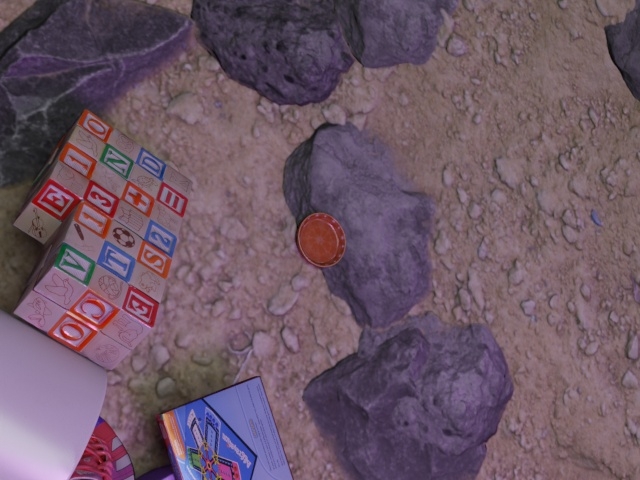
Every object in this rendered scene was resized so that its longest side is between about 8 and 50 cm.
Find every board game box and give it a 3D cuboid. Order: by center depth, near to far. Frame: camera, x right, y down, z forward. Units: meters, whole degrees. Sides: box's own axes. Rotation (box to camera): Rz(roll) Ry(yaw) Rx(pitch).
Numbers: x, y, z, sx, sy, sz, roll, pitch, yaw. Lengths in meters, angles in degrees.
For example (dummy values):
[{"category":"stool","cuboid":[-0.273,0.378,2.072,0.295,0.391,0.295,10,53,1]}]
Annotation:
[{"category":"board game box","cuboid":[-0.096,0.326,1.145,0.145,0.027,0.281,-17,88,-35]}]

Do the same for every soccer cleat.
[{"category":"soccer cleat","cuboid":[-0.256,0.272,1.010,0.108,0.318,0.116,-5,120,-14]}]

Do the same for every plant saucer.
[{"category":"plant saucer","cuboid":[0.000,0.000,1.388,0.083,0.013,0.083,8,75,-31]}]

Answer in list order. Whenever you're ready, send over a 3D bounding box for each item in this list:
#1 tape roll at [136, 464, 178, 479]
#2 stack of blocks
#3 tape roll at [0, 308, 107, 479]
[{"category":"tape roll","cuboid":[-0.155,0.421,1.158,0.274,0.090,0.275,7,77,-30]},{"category":"stack of blocks","cuboid":[-0.266,-0.011,1.095,0.171,0.087,0.297,35,30,-22]},{"category":"tape roll","cuboid":[-0.365,0.202,0.984,0.169,0.246,0.246,34,64,-21]}]
